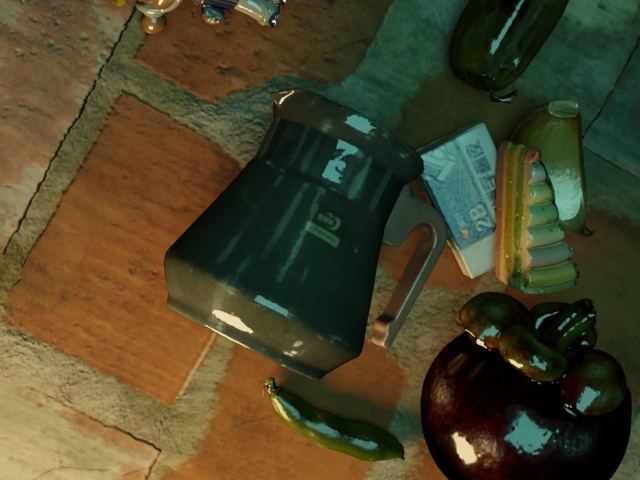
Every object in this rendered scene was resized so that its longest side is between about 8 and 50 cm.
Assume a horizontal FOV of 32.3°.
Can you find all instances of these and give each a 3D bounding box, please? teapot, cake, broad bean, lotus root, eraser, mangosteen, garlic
[{"bbox_3d":[0.000,0.000,1.567,0.376,0.305,0.361,29,86,-30],"label":"teapot"},{"bbox_3d":[0.293,-0.028,1.609,0.090,0.109,0.225,-20,103,-13],"label":"cake"},{"bbox_3d":[0.019,0.292,1.713,0.255,0.046,0.065,27,80,-9],"label":"broad bean"},{"bbox_3d":[0.281,-0.328,1.631,0.124,0.123,0.241,33,89,-39],"label":"lotus root"},{"bbox_3d":[0.233,-0.062,1.686,0.125,0.068,0.210,-27,101,-5],"label":"eraser"},{"bbox_3d":[0.303,0.226,1.602,0.307,0.307,0.346,6,121,-8],"label":"mangosteen"},{"bbox_3d":[0.358,-0.109,1.676,0.128,0.115,0.206,-11,97,33],"label":"garlic"}]

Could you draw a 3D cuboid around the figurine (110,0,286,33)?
[{"bbox_3d":[-0.179,-0.388,1.559,0.274,0.133,0.193,-3,140,-4],"label":"figurine"}]
